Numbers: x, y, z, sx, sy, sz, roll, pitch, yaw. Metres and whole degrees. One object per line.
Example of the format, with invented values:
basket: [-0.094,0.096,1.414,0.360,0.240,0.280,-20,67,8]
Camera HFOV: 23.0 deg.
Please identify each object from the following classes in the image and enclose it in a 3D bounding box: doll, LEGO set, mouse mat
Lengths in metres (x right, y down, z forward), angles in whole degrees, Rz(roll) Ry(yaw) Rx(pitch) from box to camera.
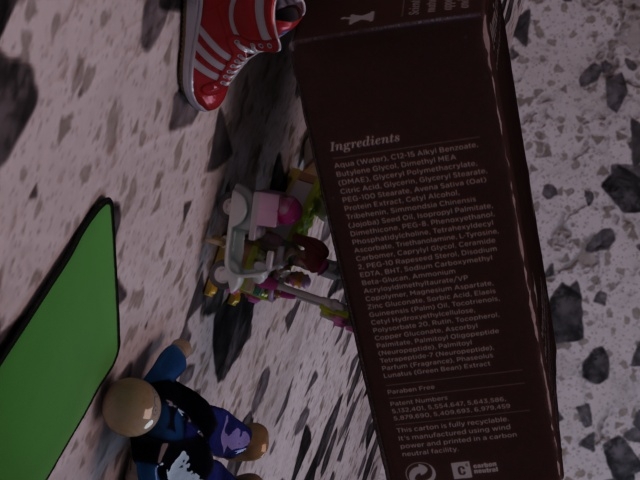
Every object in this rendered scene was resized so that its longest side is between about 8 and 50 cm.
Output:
doll: [-0.093,0.128,1.056,0.189,0.046,0.129,40,49,-60]
LEGO set: [0.000,0.000,1.226,0.287,0.107,0.132,-42,148,-68]
mouse mat: [-0.154,0.084,0.868,0.152,0.007,0.189,96,15,-48]

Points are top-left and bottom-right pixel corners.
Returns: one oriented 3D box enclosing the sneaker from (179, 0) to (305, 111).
sneaker: [-0.045,-0.114,0.925,0.118,0.067,0.042,95,17,-49]

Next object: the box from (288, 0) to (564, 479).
box: [0.087,-0.019,1.156,0.191,0.143,0.381,-79,157,-59]

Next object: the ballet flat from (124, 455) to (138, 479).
ballet flat: [-0.117,0.158,1.105,0.114,0.041,0.041,-59,163,-51]
